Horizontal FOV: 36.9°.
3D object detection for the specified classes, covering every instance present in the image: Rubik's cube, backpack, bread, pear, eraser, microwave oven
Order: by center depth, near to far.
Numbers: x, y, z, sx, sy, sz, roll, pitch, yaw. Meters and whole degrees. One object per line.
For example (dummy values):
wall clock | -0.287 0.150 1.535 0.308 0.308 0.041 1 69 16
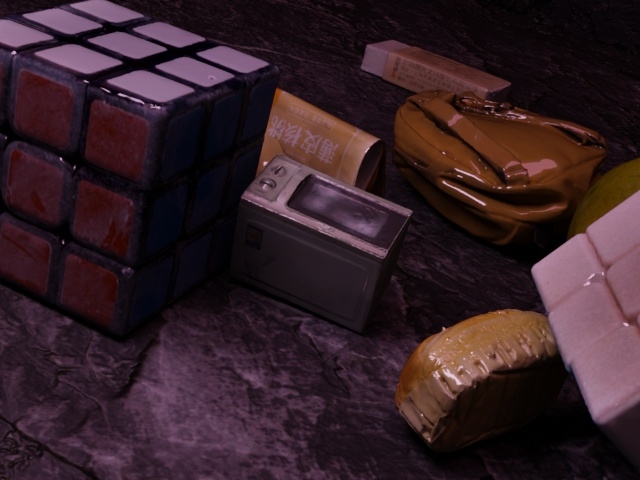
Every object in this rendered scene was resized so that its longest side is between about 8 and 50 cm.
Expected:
Rubik's cube | 0.465 0.113 1.031 0.322 0.319 0.316 45 19 -21
bread | 0.190 0.156 1.122 0.236 0.140 0.106 -9 38 -40
Rubik's cube | -0.268 -0.108 1.224 0.304 0.305 0.301 24 26 15
microwave oven | 0.000 0.000 1.283 0.205 0.163 0.129 24 44 10
pear | 0.496 0.007 1.456 0.253 0.253 0.307 24 31 17
backpack | 0.306 -0.133 1.685 0.353 0.201 0.378 -12 39 -41
eraser | 0.277 -0.397 2.331 0.343 0.078 0.144 27 28 24

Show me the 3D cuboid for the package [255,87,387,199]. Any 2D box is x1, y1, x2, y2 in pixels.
package | -0.068 -0.097 1.463 0.311 0.221 0.165 30 51 30
